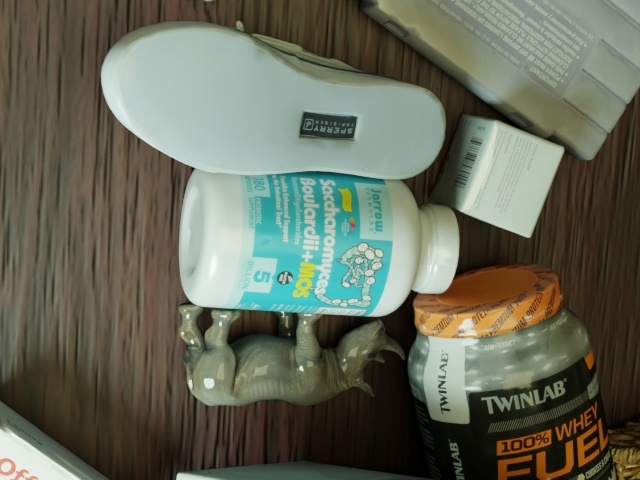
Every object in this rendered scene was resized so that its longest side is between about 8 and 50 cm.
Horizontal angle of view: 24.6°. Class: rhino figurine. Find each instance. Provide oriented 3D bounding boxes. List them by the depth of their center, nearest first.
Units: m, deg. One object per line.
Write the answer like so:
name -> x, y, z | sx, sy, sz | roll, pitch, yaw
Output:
rhino figurine -> -0.027, 0.119, 1.517 | 0.243, 0.073, 0.106 | 1, 96, -18

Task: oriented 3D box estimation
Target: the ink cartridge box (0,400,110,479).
ink cartridge box -> -0.329, 0.325, 1.443 | 0.201, 0.117, 0.278 | 40, 88, -20

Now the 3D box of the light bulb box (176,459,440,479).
light bulb box -> 0.049, 0.411, 1.387 | 0.225, 0.358, 0.361 | 7, 86, -55

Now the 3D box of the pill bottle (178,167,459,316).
pill bottle -> 0.000, 0.000, 1.462 | 0.264, 0.146, 0.146 | 4, 100, -17

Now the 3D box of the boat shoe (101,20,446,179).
boat shoe -> -0.062, -0.143, 1.410 | 0.367, 0.156, 0.136 | 3, 105, -35

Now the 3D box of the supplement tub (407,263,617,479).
supplement tub -> 0.201, 0.196, 1.535 | 0.193, 0.193, 0.316 | -17, 105, -13

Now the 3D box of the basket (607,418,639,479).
basket -> 0.418, 0.351, 1.619 | 0.223, 0.213, 0.299 | -17, 105, -14

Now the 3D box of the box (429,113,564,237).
box -> 0.182, -0.069, 1.526 | 0.087, 0.102, 0.101 | 19, 94, -17

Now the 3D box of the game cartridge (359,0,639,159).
game cartridge -> 0.199, -0.265, 1.518 | 0.355, 0.068, 0.230 | 34, 94, -20
